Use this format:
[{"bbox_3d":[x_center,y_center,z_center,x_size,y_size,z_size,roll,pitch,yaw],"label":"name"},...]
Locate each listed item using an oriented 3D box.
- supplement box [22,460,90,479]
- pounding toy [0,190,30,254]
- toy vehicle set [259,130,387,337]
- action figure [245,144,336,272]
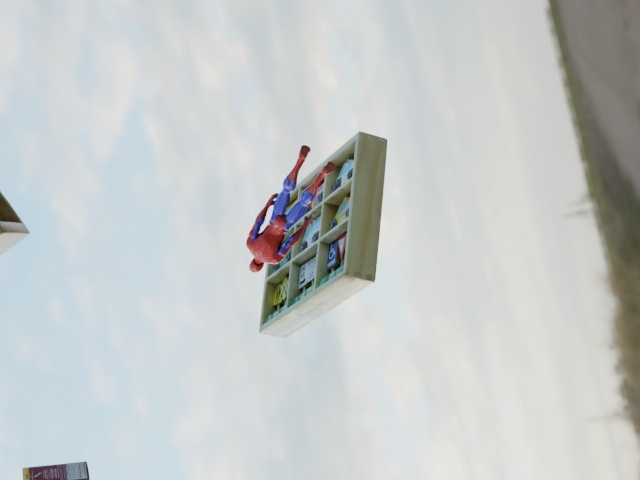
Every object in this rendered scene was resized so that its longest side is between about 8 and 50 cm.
[{"bbox_3d":[-0.337,0.319,2.094,0.043,0.083,0.055,-112,22,-58],"label":"supplement box"},{"bbox_3d":[-0.307,-0.013,1.322,0.130,0.100,0.141,54,-179,1],"label":"pounding toy"},{"bbox_3d":[0.000,0.000,1.862,0.267,0.035,0.166,143,136,-62],"label":"toy vehicle set"},{"bbox_3d":[-0.027,-0.019,1.274,0.038,0.115,0.030,32,-154,0],"label":"action figure"}]
